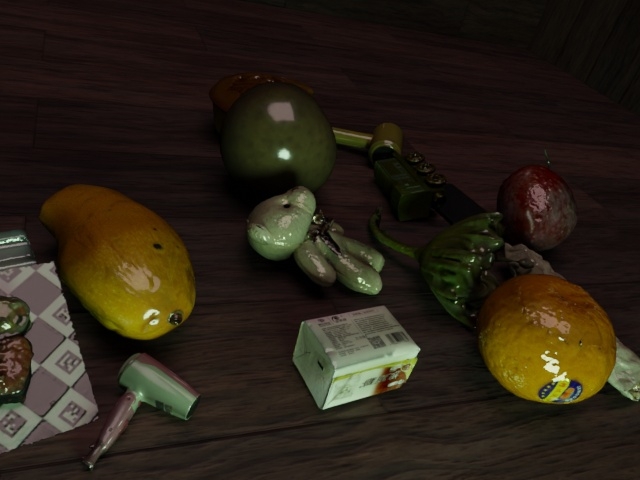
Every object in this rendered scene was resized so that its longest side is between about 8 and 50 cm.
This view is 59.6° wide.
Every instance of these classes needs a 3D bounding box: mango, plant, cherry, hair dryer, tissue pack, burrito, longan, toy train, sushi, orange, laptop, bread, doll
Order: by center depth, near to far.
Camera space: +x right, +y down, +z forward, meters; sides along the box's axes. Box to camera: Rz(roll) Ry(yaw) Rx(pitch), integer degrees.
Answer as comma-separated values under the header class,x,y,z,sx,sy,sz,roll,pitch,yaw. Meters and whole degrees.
class,x,y,z,sx,sy,sz,roll,pitch,yaw
sushi,-0.400,0.135,0.659,0.220,0.047,0.231,-12,69,-36
hair dryer,-0.236,0.222,0.700,0.106,0.054,0.154,31,46,13
tissue pack,0.050,0.171,0.834,0.149,0.099,0.106,-6,38,-29
mango,-0.309,0.019,0.864,0.187,0.143,0.359,-7,38,-35
orange,0.361,0.159,0.904,0.220,0.193,0.219,7,50,-8
doll,0.001,-0.003,1.044,0.278,0.149,0.175,26,0,-9
burrito,0.488,0.143,1.086,0.117,0.076,0.392,19,29,-35
plant,0.220,0.050,1.120,0.334,0.180,0.251,-1,28,38
longan,-0.087,-0.211,1.196,0.258,0.258,0.258,11,34,-8
cherry,0.498,-0.067,1.297,0.175,0.192,0.249,-8,31,28
toy train,0.213,-0.140,1.357,0.137,0.090,0.225,-11,35,-12
laptop,0.340,-0.084,1.402,0.135,0.016,0.197,-8,40,-30
bread,-0.145,-0.335,1.418,0.270,0.147,0.269,4,37,-3
hair dryer,0.084,-0.269,1.510,0.279,0.090,0.134,11,36,4

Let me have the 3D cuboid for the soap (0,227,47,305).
class,x,y,z,sx,sy,sz,roll,pitch,yaw
soap,-0.508,0.077,0.747,0.262,0.094,0.150,-11,50,-36
